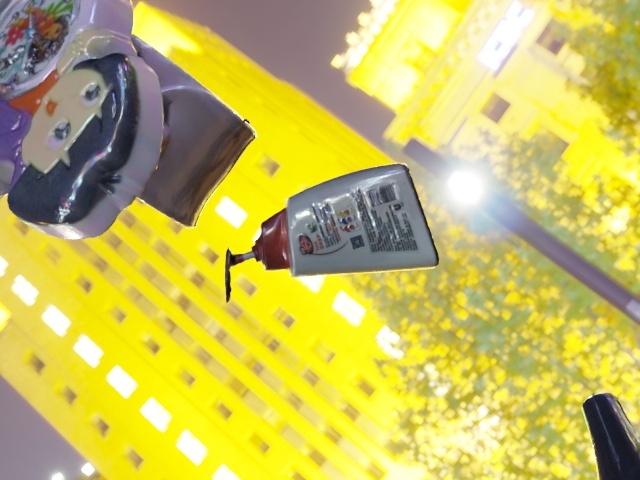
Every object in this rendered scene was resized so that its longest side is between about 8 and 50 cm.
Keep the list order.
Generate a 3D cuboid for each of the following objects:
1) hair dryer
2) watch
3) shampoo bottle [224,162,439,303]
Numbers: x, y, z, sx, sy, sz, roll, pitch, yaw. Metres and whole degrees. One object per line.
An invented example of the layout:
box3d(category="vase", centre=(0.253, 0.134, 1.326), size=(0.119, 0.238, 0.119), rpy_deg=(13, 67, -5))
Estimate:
box3d(category="hair dryer", centre=(0.434, 0.236, 1.257), size=(0.091, 0.235, 0.272), rpy_deg=(24, -52, -35))
box3d(category="watch", centre=(-0.166, -0.085, 0.881), size=(0.196, 0.244, 0.231), rpy_deg=(-52, -34, -1))
box3d(category="shampoo bottle", centre=(0.000, 0.000, 1.416), size=(0.284, 0.153, 0.071), rpy_deg=(-16, -5, -6))
